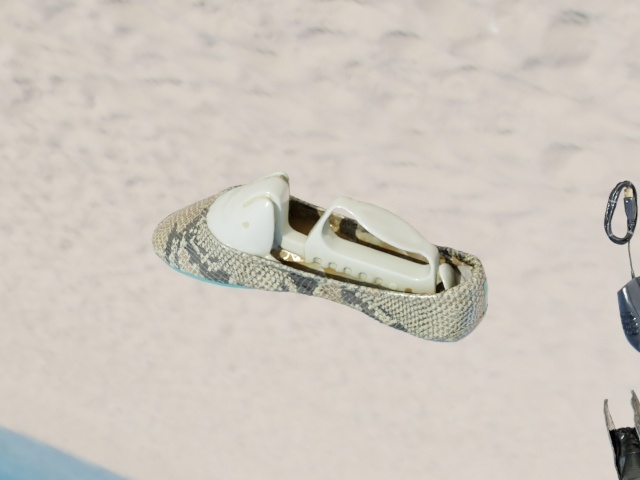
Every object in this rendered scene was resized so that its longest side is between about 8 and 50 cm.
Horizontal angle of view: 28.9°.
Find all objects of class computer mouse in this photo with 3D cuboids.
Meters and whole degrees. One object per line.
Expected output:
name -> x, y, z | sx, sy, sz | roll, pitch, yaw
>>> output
computer mouse -> 0.425, 0.039, 1.656 | 0.041, 0.071, 0.242 | -159, 53, -68

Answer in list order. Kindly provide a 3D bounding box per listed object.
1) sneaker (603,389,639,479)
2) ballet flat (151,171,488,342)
sneaker -> 0.290, 0.208, 1.074 | 0.051, 0.089, 0.170 | -20, 137, 26
ballet flat -> 0.000, 0.000, 1.696 | 0.483, 0.164, 0.182 | 16, 141, 9
